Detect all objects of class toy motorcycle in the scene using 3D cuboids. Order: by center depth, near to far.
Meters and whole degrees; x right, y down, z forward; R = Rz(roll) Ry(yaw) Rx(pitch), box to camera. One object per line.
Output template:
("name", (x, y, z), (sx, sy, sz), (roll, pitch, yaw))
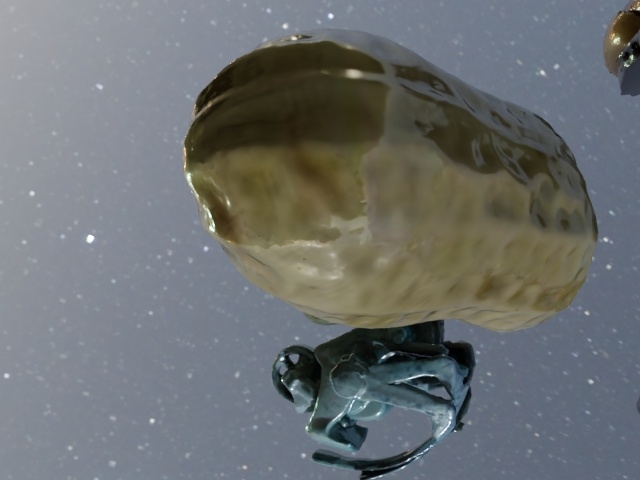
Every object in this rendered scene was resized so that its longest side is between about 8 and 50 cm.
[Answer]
("toy motorcycle", (0.071, 0.194, 1.120), (0.260, 0.154, 0.206), (-29, -96, 23))

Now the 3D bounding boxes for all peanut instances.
("peanut", (0.061, -0.016, 0.488), (0.153, 0.325, 0.140), (-35, -119, 27))

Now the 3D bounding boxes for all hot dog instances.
("hot dog", (0.524, -0.335, 1.340), (0.194, 0.326, 0.107), (-25, -103, -2))

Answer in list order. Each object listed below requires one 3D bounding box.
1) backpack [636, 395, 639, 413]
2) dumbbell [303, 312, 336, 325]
("backpack", (0.609, 0.334, 1.167), (0.255, 0.446, 0.363), (-35, -133, -10))
("dumbbell", (0.000, 0.000, 0.569), (0.046, 0.118, 0.052), (-8, -145, 10))
